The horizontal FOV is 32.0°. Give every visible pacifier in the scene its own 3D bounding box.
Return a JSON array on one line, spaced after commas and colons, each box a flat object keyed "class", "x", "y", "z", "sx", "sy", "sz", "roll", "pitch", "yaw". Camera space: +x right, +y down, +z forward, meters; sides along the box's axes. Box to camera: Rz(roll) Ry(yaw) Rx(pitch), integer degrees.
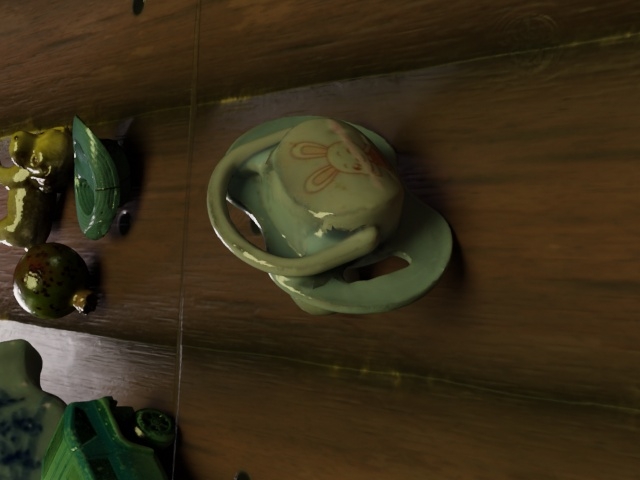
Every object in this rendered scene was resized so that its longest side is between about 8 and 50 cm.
[{"class": "pacifier", "x": 0.000, "y": 0.000, "z": 1.189, "sx": 0.287, "sy": 0.238, "sz": 0.226, "roll": 53, "pitch": 153, "yaw": 36}]

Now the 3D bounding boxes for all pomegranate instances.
[{"class": "pomegranate", "x": -0.404, "y": 0.061, "z": 1.707, "sx": 0.130, "sy": 0.130, "sz": 0.130, "roll": -7, "pitch": 80, "yaw": 49}]

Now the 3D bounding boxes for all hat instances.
[{"class": "hat", "x": -0.321, "y": -0.096, "z": 1.658, "sx": 0.138, "sy": 0.077, "sz": 0.191, "roll": -133, "pitch": 41, "yaw": -51}]

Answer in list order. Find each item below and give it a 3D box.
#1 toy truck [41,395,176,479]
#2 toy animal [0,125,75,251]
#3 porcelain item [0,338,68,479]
[{"class": "toy truck", "x": -0.257, "y": 0.342, "z": 1.467, "sx": 0.279, "sy": 0.156, "sz": 0.155, "roll": 53, "pitch": 125, "yaw": 40}, {"class": "toy animal", "x": -0.473, "y": -0.087, "z": 1.808, "sx": 0.168, "sy": 0.121, "sz": 0.233, "roll": 28, "pitch": 111, "yaw": 36}, {"class": "porcelain item", "x": -0.447, "y": 0.352, "z": 1.631, "sx": 0.405, "sy": 0.242, "sz": 0.178, "roll": 61, "pitch": 148, "yaw": 30}]
